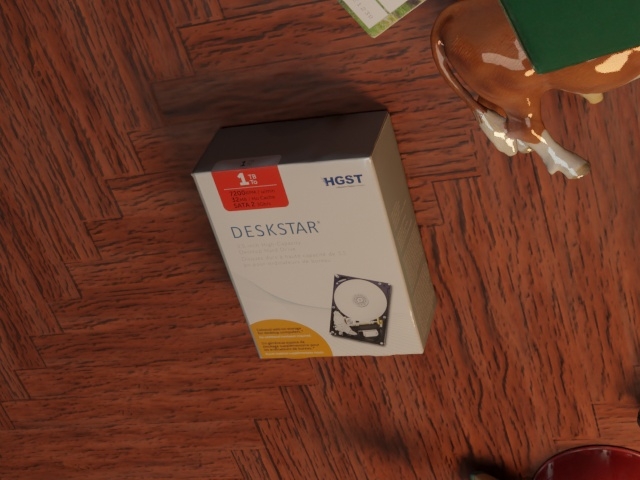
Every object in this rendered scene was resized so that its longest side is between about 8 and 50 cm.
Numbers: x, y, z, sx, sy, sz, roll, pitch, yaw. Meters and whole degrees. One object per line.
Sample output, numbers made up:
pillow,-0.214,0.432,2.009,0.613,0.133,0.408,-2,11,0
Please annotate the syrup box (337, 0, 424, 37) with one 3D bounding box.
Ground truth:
syrup box,0.103,-0.271,0.887,0.237,0.096,0.093,-33,112,34

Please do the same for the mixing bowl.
mixing bowl,0.315,0.325,1.266,0.181,0.098,0.181,10,129,12

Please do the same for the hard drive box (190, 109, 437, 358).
hard drive box,0.000,0.000,1.131,0.181,0.089,0.232,-5,124,21

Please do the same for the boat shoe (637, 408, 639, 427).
boat shoe,0.426,0.143,1.063,0.119,0.121,0.335,35,136,-8

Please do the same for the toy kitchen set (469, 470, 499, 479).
toy kitchen set,0.139,0.370,1.312,0.122,0.166,0.207,24,123,47

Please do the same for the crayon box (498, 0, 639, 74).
crayon box,0.269,-0.277,0.629,0.313,0.363,0.106,-12,132,33

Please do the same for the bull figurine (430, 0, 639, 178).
bull figurine,0.249,-0.160,0.920,0.310,0.101,0.188,-9,124,24
